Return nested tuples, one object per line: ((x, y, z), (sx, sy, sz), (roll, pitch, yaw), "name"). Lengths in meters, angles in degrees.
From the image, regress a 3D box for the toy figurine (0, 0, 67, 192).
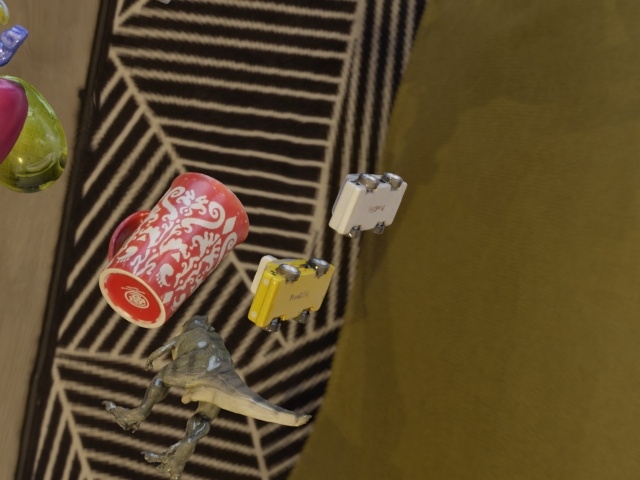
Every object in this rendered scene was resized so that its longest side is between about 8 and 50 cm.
((-0.375, -0.210, 1.015), (0.191, 0.217, 0.362), (-25, 91, -20), "toy figurine")

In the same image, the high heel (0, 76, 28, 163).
((-0.363, -0.010, 0.957), (0.127, 0.377, 0.181), (9, 66, -38), "high heel")

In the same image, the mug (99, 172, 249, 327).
((-0.185, 0.020, 1.281), (0.113, 0.150, 0.169), (49, 49, -15), "mug")

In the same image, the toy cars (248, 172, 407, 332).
((0.000, 0.000, 1.692), (0.087, 0.176, 0.393), (29, 58, 23), "toy cars")

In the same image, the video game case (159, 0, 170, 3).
((-0.194, -0.368, 1.077), (0.193, 0.023, 0.212), (25, 91, 11), "video game case")

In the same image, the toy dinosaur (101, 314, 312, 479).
((-0.107, 0.130, 0.893), (0.118, 0.268, 0.064), (-43, 115, -8), "toy dinosaur")
